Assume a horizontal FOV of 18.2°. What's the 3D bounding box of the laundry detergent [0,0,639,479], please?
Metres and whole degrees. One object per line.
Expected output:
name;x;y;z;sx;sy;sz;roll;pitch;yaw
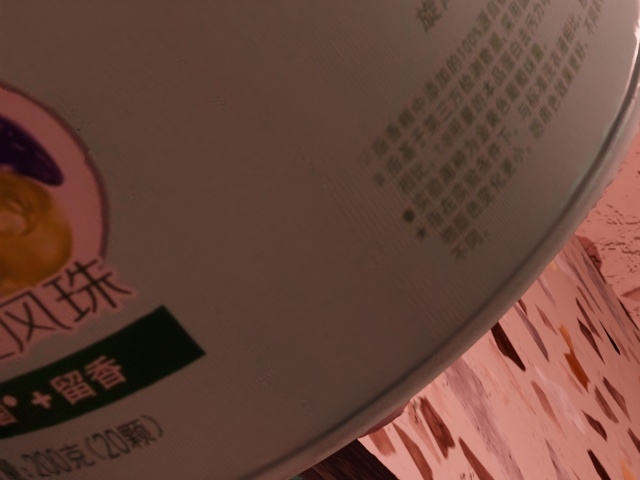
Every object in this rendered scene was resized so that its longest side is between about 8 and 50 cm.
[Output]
laundry detergent;-0.099;-0.116;0.571;0.305;0.287;0.287;51;13;-30

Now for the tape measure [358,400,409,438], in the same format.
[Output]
tape measure;0.000;0.000;1.019;0.197;0.120;0.236;-71;154;-62

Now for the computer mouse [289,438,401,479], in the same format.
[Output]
computer mouse;-0.029;0.101;0.794;0.147;0.088;0.264;45;6;27
